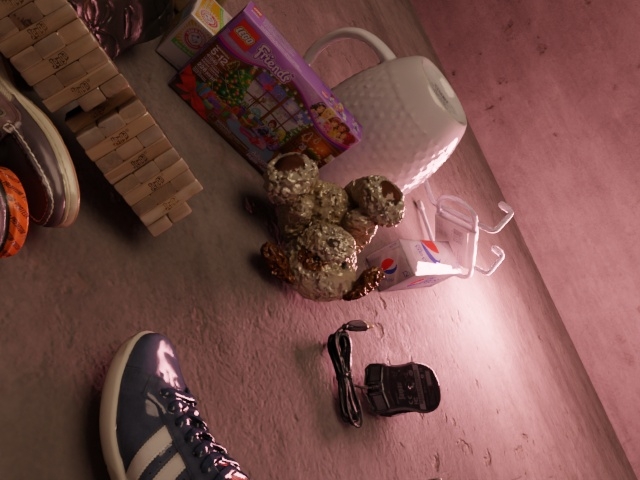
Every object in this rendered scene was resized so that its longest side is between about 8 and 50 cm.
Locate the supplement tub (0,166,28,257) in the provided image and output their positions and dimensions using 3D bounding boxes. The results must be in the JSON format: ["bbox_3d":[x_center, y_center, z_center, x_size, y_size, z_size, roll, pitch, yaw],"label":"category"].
[{"bbox_3d":[-0.366,-0.021,0.457,0.190,0.117,0.117,-9,71,-58],"label":"supplement tub"}]

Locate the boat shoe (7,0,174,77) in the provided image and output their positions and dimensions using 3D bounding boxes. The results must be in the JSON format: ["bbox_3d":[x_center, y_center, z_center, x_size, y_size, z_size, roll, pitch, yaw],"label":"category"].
[{"bbox_3d":[-0.346,-0.322,0.769,0.120,0.122,0.324,27,39,8],"label":"boat shoe"}]

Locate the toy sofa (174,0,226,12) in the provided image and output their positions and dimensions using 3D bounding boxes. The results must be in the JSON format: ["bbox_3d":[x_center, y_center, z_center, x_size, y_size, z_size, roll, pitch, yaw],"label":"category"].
[{"bbox_3d":[-0.312,-0.580,0.987,0.362,0.150,0.177,40,37,-30],"label":"toy sofa"}]

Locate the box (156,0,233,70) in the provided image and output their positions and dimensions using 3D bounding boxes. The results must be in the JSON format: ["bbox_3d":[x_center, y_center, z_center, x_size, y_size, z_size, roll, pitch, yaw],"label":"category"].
[{"bbox_3d":[-0.186,-0.342,1.010,0.203,0.103,0.114,39,35,-30],"label":"box"}]

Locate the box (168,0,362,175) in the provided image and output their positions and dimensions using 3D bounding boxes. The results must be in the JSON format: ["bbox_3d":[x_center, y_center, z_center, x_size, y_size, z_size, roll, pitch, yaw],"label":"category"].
[{"bbox_3d":[-0.094,-0.239,0.961,0.293,0.201,0.057,43,34,-25],"label":"box"}]

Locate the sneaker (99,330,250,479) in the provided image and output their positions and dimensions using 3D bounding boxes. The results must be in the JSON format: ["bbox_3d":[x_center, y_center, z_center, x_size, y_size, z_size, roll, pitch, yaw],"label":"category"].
[{"bbox_3d":[-0.114,0.241,0.530,0.131,0.148,0.349,44,26,-61],"label":"sneaker"}]

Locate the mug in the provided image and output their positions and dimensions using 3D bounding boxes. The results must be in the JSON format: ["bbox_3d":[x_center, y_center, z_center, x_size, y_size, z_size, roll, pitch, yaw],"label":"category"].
[{"bbox_3d":[0.095,-0.259,1.128,0.374,0.328,0.276,58,30,-2],"label":"mug"}]

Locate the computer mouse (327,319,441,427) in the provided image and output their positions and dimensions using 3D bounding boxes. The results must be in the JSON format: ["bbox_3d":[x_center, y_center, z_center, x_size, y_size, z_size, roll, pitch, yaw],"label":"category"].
[{"bbox_3d":[0.109,0.238,0.990,0.262,0.060,0.184,6,63,-40],"label":"computer mouse"}]

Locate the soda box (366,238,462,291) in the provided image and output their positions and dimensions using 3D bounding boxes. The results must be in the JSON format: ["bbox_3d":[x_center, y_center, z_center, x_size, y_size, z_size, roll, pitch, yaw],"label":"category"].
[{"bbox_3d":[0.230,0.058,1.281,0.286,0.098,0.091,2,62,-54],"label":"soda box"}]

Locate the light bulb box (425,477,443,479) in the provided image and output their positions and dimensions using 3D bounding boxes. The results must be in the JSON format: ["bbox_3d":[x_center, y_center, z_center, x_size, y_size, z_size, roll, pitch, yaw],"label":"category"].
[{"bbox_3d":[0.154,0.536,0.629,0.358,0.225,0.361,41,36,-28],"label":"light bulb box"}]

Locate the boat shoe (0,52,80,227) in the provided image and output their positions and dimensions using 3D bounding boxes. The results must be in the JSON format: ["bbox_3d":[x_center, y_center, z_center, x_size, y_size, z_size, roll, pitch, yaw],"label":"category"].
[{"bbox_3d":[-0.364,-0.129,0.577,0.285,0.103,0.092,58,35,5],"label":"boat shoe"}]

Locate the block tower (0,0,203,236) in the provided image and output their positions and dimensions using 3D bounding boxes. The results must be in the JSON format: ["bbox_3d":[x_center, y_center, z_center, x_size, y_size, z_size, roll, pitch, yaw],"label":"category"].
[{"bbox_3d":[-0.270,-0.168,0.645,0.335,0.091,0.097,59,-8,-32],"label":"block tower"}]

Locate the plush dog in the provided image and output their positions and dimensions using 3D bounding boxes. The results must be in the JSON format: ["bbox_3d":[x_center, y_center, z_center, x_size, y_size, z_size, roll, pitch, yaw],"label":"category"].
[{"bbox_3d":[0.000,0.000,0.957,0.263,0.210,0.225,14,62,-15],"label":"plush dog"}]

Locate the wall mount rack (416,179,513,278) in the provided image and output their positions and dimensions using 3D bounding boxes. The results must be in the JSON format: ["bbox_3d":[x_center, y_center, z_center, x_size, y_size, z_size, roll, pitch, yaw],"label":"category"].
[{"bbox_3d":[0.345,-0.059,1.425,0.304,0.130,0.350,33,-22,29],"label":"wall mount rack"}]
